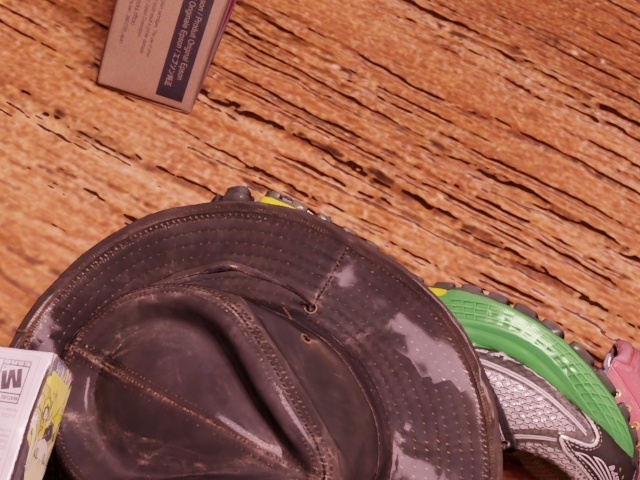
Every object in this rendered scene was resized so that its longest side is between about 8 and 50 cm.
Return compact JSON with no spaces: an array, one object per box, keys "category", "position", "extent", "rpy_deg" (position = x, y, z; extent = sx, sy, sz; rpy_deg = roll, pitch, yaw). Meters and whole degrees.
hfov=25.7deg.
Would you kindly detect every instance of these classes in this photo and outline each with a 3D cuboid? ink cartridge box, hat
[{"category":"ink cartridge box","position":[-0.096,-0.254,1.152],"extent":[0.088,0.193,0.234],"rpy_deg":[19,48,-5]},{"category":"hat","position":[-0.055,0.108,0.815],"extent":[0.331,0.134,0.331],"rpy_deg":[-2,72,6]}]

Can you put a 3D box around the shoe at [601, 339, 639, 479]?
[{"category":"shoe","position":[0.228,0.145,1.005],"extent":[0.081,0.063,0.178],"rpy_deg":[23,42,4]}]

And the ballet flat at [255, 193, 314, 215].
[{"category":"ballet flat","position":[0.000,0.000,1.071],"extent":[0.114,0.041,0.041],"rpy_deg":[36,49,12]}]

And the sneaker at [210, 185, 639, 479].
[{"category":"sneaker","position":[0.051,0.103,0.957],"extent":[0.344,0.134,0.146],"rpy_deg":[24,64,5]}]

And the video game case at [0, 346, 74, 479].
[{"category":"video game case","position":[-0.271,0.148,0.760],"extent":[0.232,0.042,0.210],"rpy_deg":[5,63,15]}]
